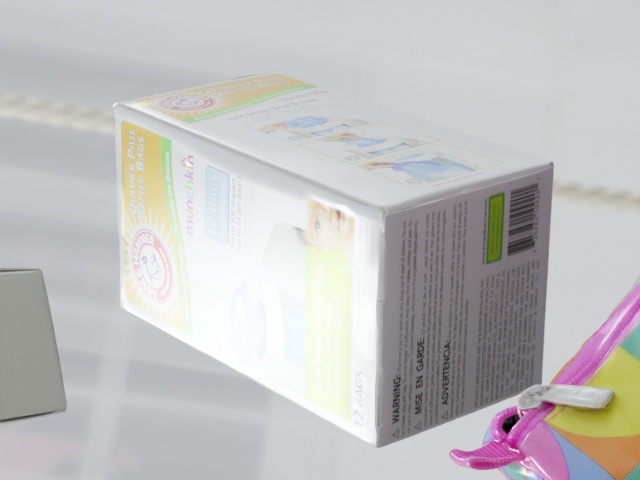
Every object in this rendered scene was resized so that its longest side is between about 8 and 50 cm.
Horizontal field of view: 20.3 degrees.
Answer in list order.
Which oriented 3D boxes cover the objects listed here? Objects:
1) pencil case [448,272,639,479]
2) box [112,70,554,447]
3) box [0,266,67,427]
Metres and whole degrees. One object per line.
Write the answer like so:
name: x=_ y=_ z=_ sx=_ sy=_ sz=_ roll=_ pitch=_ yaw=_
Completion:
pencil case: x=0.163 y=0.028 z=0.664 sx=0.236 sy=0.104 sz=0.104 roll=-46 pitch=-4 yaw=-7
box: x=0.000 y=0.000 z=0.838 sx=0.203 sy=0.103 sz=0.114 roll=24 pitch=121 yaw=46
box: x=-0.314 y=0.101 z=1.294 sx=0.094 sy=0.275 sz=0.113 roll=-3 pitch=-100 yaw=-51
